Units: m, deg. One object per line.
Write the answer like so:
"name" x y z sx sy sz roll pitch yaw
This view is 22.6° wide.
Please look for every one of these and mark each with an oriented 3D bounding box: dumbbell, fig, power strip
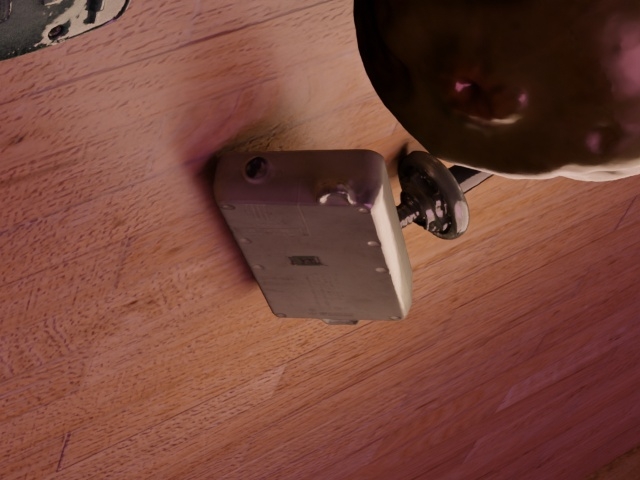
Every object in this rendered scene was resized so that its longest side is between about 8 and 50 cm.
"dumbbell" 0.135 -0.063 1.306 0.254 0.081 0.082 -32 156 -20
"fig" 0.152 -0.163 0.960 0.271 0.239 0.239 -52 166 -32
"power strip" 0.000 0.000 1.187 0.118 0.046 0.270 2 159 10

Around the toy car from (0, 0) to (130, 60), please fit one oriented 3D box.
"toy car" -0.124 -0.181 0.697 0.090 0.076 0.224 -24 145 -30
